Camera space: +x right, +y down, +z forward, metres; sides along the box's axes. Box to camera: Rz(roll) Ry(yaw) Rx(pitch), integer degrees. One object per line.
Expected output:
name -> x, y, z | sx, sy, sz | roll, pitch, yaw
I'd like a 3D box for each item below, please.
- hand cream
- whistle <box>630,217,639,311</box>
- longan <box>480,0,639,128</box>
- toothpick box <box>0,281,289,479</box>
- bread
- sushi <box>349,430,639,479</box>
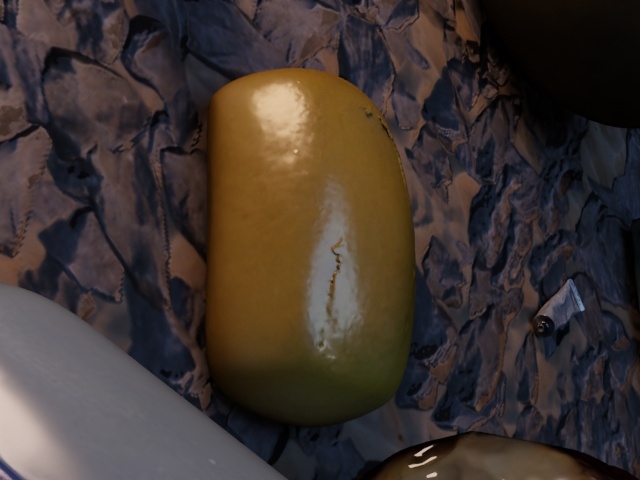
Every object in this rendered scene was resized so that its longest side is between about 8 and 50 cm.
hand cream -> 0.197, 0.058, 0.998 | 0.093, 0.019, 0.030 | -27, 94, -59
whistle -> 0.328, 0.125, 1.088 | 0.062, 0.062, 0.312 | 22, 59, -44
longan -> 0.253, -0.237, 1.020 | 0.300, 0.243, 0.300 | -24, 90, -89
toothpick box -> -0.084, 0.154, 0.362 | 0.354, 0.263, 0.263 | 36, 36, 16
bread -> 0.000, 0.000, 0.719 | 0.147, 0.098, 0.217 | 13, 64, -43
sushi -> 0.122, 0.285, 0.593 | 0.294, 0.281, 0.300 | 44, 38, -38
